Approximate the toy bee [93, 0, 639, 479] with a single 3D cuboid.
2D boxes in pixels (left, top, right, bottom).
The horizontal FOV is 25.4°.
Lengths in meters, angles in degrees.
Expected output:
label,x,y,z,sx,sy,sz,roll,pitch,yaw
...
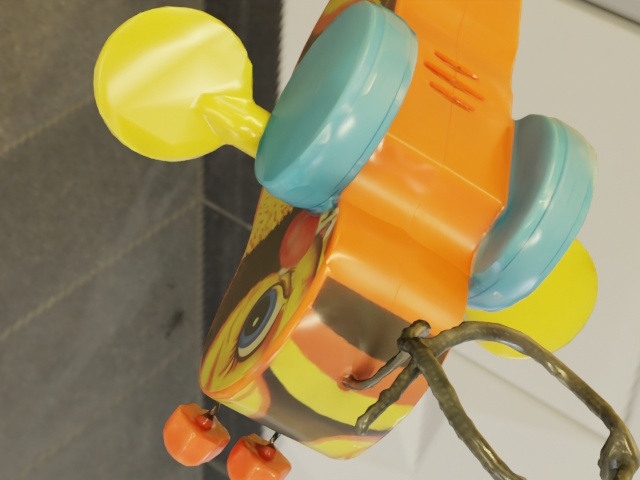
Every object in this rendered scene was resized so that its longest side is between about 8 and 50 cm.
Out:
label,x,y,z,sx,sy,sz,roll,pitch,yaw
toy bee,0.000,0.000,0.482,0.162,0.195,0.298,-47,-179,32
